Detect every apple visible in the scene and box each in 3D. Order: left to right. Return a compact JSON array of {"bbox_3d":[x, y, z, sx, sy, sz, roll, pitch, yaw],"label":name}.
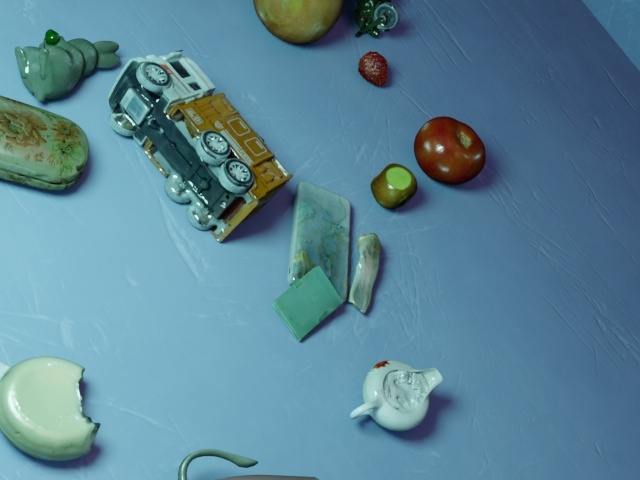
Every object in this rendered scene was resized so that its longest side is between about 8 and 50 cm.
[{"bbox_3d":[-0.048,-0.641,2.002,0.253,0.253,0.253,17,51,-23],"label":"apple"},{"bbox_3d":[0.176,-0.131,1.883,0.114,0.099,0.102,-36,75,-18],"label":"apple"}]

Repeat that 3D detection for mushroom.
[{"bbox_3d":[0.098,0.075,1.723,0.059,0.054,0.202,20,55,-14],"label":"mushroom"}]

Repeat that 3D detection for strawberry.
[{"bbox_3d":[0.147,-0.467,2.117,0.096,0.083,0.083,52,46,-2],"label":"strawberry"}]

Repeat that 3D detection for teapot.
[{"bbox_3d":[0.142,0.315,1.549,0.226,0.092,0.145,-18,68,-39],"label":"teapot"}]

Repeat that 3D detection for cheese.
[{"bbox_3d":[-0.468,0.249,1.200,0.249,0.071,0.163,16,51,-25],"label":"cheese"}]

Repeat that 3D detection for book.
[{"bbox_3d":[-0.027,0.125,1.589,0.135,0.017,0.103,-39,99,-32],"label":"book"}]

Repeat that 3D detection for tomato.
[{"bbox_3d":[0.335,-0.232,2.032,0.195,0.136,0.195,19,52,-25],"label":"tomato"}]

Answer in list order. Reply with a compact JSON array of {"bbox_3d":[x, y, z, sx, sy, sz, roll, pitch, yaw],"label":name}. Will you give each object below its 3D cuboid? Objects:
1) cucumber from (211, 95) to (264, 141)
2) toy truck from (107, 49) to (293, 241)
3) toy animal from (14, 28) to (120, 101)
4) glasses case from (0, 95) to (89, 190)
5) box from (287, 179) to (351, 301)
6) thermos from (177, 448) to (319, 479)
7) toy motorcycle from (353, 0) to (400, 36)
[{"bbox_3d":[-0.196,-0.270,1.775,0.163,0.043,0.039,42,88,3],"label":"cucumber"},{"bbox_3d":[-0.247,-0.210,1.609,0.387,0.173,0.207,50,40,3],"label":"toy truck"},{"bbox_3d":[-0.519,-0.364,1.596,0.108,0.138,0.236,7,17,17],"label":"toy animal"},{"bbox_3d":[-0.633,-0.204,1.392,0.425,0.098,0.156,16,47,-24],"label":"glasses case"},{"bbox_3d":[0.000,0.000,1.711,0.142,0.044,0.285,23,50,-24],"label":"box"},{"bbox_3d":[-0.135,0.433,1.250,0.265,0.146,0.176,13,59,-19],"label":"thermos"},{"bbox_3d":[0.126,-0.711,2.248,0.275,0.127,0.205,38,45,5],"label":"toy motorcycle"}]
